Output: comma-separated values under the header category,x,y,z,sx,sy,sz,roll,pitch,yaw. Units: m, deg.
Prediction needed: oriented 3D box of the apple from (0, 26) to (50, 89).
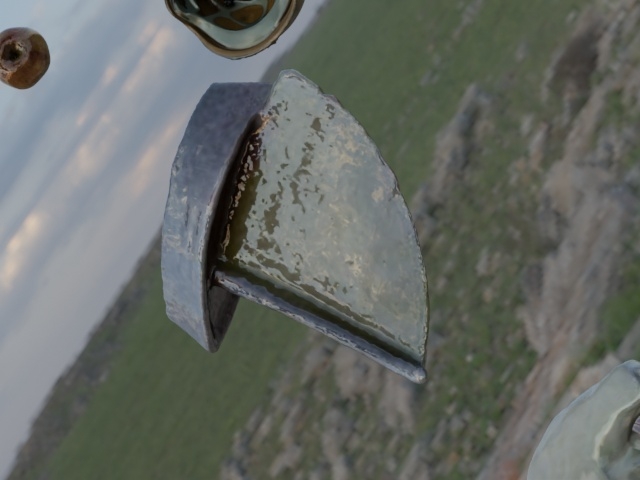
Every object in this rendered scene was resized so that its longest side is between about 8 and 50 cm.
category,x,y,z,sx,sy,sz,roll,pitch,yaw
apple,-0.399,-0.243,1.859,0.084,0.084,0.071,-55,1,7

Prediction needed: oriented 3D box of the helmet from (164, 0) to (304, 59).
category,x,y,z,sx,sy,sz,roll,pitch,yaw
helmet,-0.093,-0.346,1.742,0.198,0.224,0.130,-17,7,34

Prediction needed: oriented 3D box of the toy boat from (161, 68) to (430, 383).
category,x,y,z,sx,sy,sz,roll,pitch,yaw
toy boat,-0.024,-0.021,1.300,0.111,0.293,0.276,-16,-73,-60

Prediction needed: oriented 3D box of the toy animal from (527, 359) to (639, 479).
category,x,y,z,sx,sy,sz,roll,pitch,yaw
toy animal,0.300,0.297,1.272,0.266,0.308,0.188,-41,-22,26
